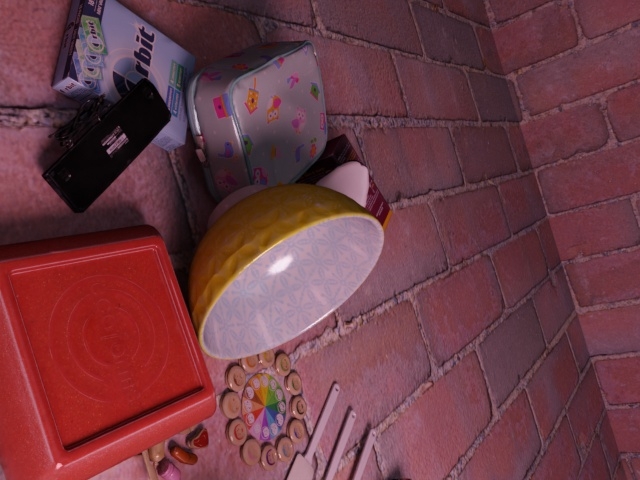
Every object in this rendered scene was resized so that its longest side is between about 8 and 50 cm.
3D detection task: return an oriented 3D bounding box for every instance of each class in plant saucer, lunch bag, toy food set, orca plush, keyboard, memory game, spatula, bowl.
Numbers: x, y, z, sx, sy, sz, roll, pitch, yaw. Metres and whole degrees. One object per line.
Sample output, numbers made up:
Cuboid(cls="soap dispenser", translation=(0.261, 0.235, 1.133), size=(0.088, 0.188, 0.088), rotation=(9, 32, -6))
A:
Cuboid(cls="plant saucer", translation=(-0.234, 0.109, 0.658), size=(0.259, 0.047, 0.259), rotation=(-13, 81, -54))
Cuboid(cls="lunch bag", translation=(-0.091, -0.183, 0.955), size=(0.279, 0.107, 0.224), rotation=(-48, 139, -48))
Cuboid(cls="toy food set", translation=(-0.181, 0.261, 0.756), size=(0.122, 0.019, 0.078), rotation=(-16, 89, -63))
Cuboid(cls="orca plush", translation=(0.000, 0.000, 1.044), size=(0.151, 0.102, 0.288), rotation=(12, 86, -12))
Cuboid(cls="keyboard", translation=(-0.272, -0.133, 0.752), size=(0.192, 0.038, 0.100), rotation=(-57, 144, -30))
Cuboid(cls="memory game", translation=(-0.080, 0.248, 0.905), size=(0.186, 0.012, 0.186), rotation=(26, 56, -47))
Cuboid(cls="spatula", translation=(0.022, 0.373, 0.993), size=(0.168, 0.019, 0.242), rotation=(52, 38, -19))
Cuboid(cls="bowl", translation=(-0.073, 0.016, 0.837), size=(0.289, 0.289, 0.156), rotation=(4, 42, -54))

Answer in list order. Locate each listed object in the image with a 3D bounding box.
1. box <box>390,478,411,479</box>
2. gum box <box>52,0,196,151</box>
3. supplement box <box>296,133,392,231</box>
Cuboid(cls="box", translation=(0.138, 0.561, 1.045), size=(0.159, 0.044, 0.233), rotation=(-13, 87, -55))
Cuboid(cls="gum box", translation=(-0.262, -0.233, 0.831), size=(0.184, 0.041, 0.157), rotation=(28, 55, -47))
Cuboid(cls="supplement box", translation=(0.041, -0.090, 1.136), size=(0.188, 0.104, 0.081), rotation=(56, 37, -23))
